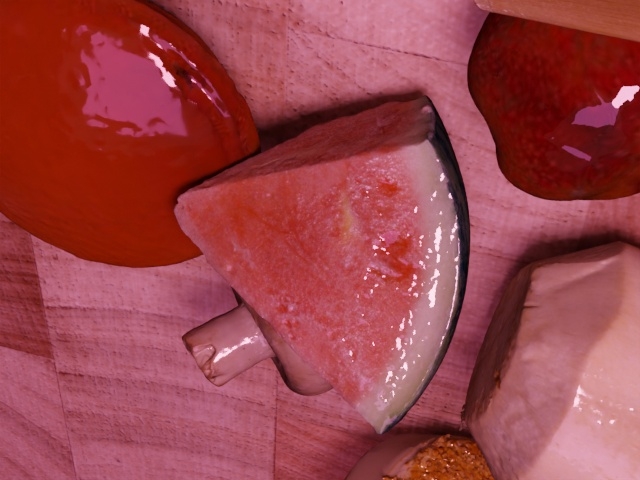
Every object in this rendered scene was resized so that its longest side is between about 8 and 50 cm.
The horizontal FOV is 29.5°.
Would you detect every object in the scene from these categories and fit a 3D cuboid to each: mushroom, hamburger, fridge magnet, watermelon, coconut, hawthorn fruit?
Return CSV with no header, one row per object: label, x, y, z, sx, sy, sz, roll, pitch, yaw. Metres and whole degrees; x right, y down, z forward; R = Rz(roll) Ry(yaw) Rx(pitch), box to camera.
mushroom,-0.057,0.093,1.376,0.204,0.204,0.204,11,137,10
hamburger,0.150,0.380,1.549,0.294,0.276,0.179,4,180,-42
fridge magnet,-0.232,-0.120,1.267,0.363,0.155,0.363,11,137,11
watermelon,0.034,0.016,1.176,0.292,0.250,0.283,-11,126,-24
coconut,0.316,0.158,1.253,0.323,0.323,0.323,11,137,10
hawthorn fruit,0.247,-0.145,1.013,0.208,0.208,0.248,39,144,-19

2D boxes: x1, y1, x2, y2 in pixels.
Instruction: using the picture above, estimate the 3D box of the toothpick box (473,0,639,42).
toothpick box,0.260,-0.232,0.853,0.308,0.187,0.190,18,162,31
